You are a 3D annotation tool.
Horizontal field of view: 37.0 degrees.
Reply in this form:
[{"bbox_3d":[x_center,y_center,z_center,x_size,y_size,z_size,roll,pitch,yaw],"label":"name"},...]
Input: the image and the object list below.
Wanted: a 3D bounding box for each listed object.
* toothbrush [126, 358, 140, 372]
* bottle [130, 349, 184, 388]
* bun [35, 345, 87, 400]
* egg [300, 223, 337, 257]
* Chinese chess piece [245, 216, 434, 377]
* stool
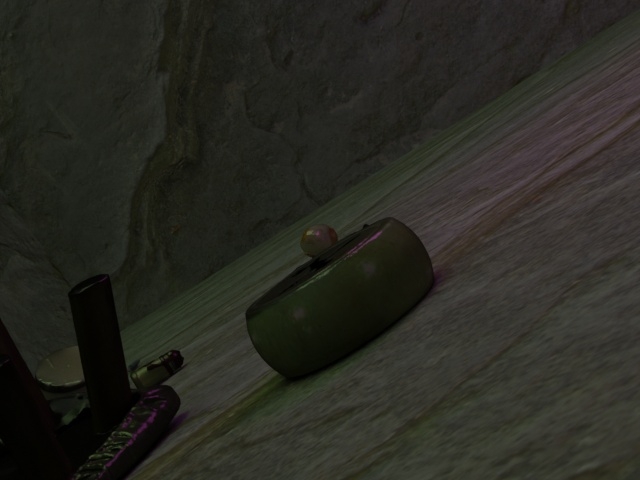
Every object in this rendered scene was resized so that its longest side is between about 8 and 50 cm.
[{"bbox_3d":[-0.493,0.339,2.206,0.026,0.022,0.263,-45,-1,30],"label":"toothbrush"},{"bbox_3d":[-0.300,0.238,1.769,0.101,0.047,0.063,-34,14,-11],"label":"bottle"},{"bbox_3d":[-0.522,0.313,2.059,0.173,0.120,0.173,-7,30,4],"label":"bun"},{"bbox_3d":[0.000,0.000,1.942,0.071,0.071,0.083,-31,1,33],"label":"egg"},{"bbox_3d":[0.020,0.063,1.108,0.238,0.092,0.238,-35,4,3],"label":"Chinese chess piece"},{"bbox_3d":[-0.391,0.223,1.230,0.310,0.226,0.310,-18,15,26],"label":"stool"}]
